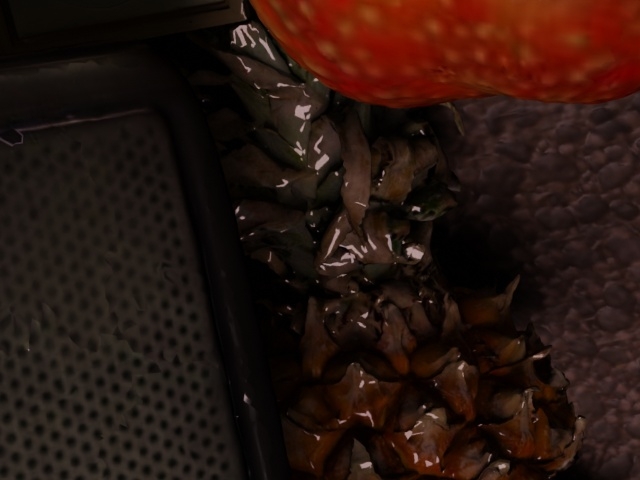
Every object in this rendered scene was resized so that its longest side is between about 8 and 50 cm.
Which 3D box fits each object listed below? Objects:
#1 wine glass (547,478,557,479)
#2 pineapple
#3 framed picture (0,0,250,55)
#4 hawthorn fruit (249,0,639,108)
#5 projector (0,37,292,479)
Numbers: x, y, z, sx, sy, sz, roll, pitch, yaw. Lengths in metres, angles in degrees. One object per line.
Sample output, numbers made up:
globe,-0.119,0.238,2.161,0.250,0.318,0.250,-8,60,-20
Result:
wine glass,0.173,0.236,1.164,0.241,0.126,0.126,34,127,-21
pineapple,0.000,0.000,0.961,0.263,0.262,0.271,-8,108,15
framed picture,-0.122,-0.194,0.884,0.136,0.010,0.200,-8,109,16
hawthorn fruit,0.086,-0.217,0.713,0.287,0.287,0.330,-5,114,12
projector,-0.189,0.138,0.877,0.395,0.242,0.405,-9,94,57
